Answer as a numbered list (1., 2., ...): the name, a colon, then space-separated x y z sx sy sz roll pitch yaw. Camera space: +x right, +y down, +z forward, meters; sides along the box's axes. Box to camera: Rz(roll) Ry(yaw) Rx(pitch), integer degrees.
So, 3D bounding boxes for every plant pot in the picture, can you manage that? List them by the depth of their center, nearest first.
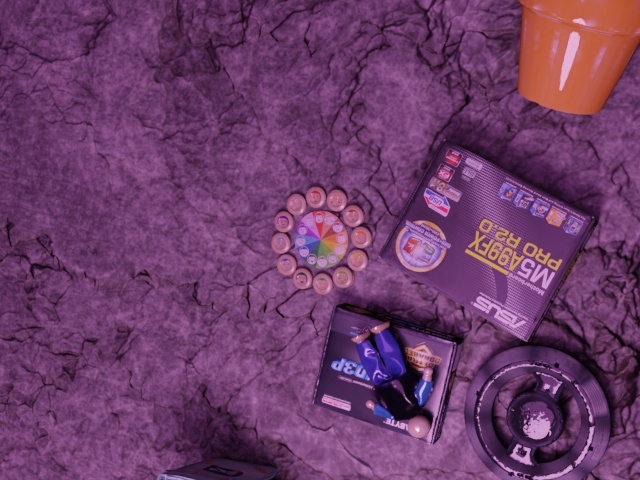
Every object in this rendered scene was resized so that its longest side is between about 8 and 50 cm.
1. plant pot: 0.372 -0.292 1.575 0.205 0.205 0.187 22 118 20

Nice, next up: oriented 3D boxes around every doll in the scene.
1. doll: 0.123 0.225 1.725 0.129 0.046 0.189 -28 83 23

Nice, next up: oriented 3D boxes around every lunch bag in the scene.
1. lunch bag: -0.141 0.468 1.813 0.262 0.223 0.160 46 103 16

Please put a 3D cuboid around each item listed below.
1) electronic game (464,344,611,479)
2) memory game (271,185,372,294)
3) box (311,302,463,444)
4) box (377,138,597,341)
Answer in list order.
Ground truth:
1. electronic game: 0.336 0.276 1.693 0.229 0.048 0.229 1 94 24
2. memory game: 0.000 0.000 1.838 0.186 0.012 0.186 2 94 23
3. box: 0.108 0.215 1.784 0.220 0.051 0.175 16 100 21
4. box: 0.258 -0.002 1.684 0.270 0.060 0.216 31 94 18
